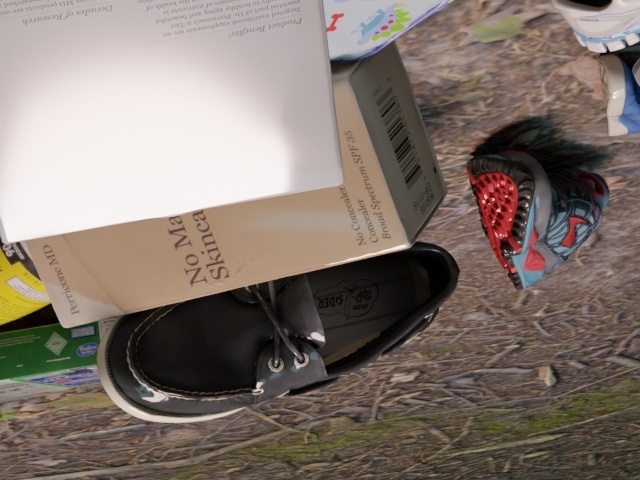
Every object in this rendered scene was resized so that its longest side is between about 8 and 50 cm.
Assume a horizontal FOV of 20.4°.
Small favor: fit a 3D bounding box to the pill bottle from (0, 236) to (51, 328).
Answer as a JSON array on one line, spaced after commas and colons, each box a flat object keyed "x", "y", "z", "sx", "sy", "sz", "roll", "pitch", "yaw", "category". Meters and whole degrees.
[{"x": -0.287, "y": 0.015, "z": 1.565, "sx": 0.208, "sy": 0.119, "sz": 0.119, "roll": -26, "pitch": 155, "yaw": 34, "category": "pill bottle"}]

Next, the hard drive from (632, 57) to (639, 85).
[{"x": 0.369, "y": -0.179, "z": 1.323, "sx": 0.203, "sy": 0.040, "sz": 0.307, "roll": -32, "pitch": 174, "yaw": 29, "category": "hard drive"}]

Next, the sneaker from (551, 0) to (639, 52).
[{"x": 0.262, "y": -0.203, "z": 1.356, "sx": 0.191, "sy": 0.071, "sz": 0.083, "roll": -23, "pitch": 151, "yaw": 29, "category": "sneaker"}]

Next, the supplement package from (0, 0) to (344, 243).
[{"x": -0.108, "y": -0.168, "z": 0.959, "sx": 0.199, "sy": 0.198, "sz": 0.262, "roll": -10, "pitch": 140, "yaw": -2, "category": "supplement package"}]

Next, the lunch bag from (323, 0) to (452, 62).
[{"x": 0.029, "y": -0.204, "z": 1.193, "sx": 0.176, "sy": 0.090, "sz": 0.219, "roll": 9, "pitch": 151, "yaw": -42, "category": "lunch bag"}]

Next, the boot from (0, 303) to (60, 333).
[{"x": -0.231, "y": 0.045, "z": 1.728, "sx": 0.295, "sy": 0.104, "sz": 0.211, "roll": -17, "pitch": 165, "yaw": 30, "category": "boot"}]

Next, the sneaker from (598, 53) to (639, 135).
[{"x": 0.291, "y": -0.131, "z": 1.565, "sx": 0.085, "sy": 0.058, "sz": 0.152, "roll": -9, "pitch": 165, "yaw": 9, "category": "sneaker"}]

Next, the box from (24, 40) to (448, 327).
[{"x": -0.076, "y": -0.044, "z": 1.392, "sx": 0.311, "sy": 0.148, "sz": 0.121, "roll": -15, "pitch": -163, "yaw": 24, "category": "box"}]

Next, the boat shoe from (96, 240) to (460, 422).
[{"x": -0.020, "y": 0.064, "z": 1.473, "sx": 0.340, "sy": 0.127, "sz": 0.113, "roll": -7, "pitch": 166, "yaw": -36, "category": "boat shoe"}]

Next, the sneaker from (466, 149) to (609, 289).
[{"x": 0.220, "y": -0.043, "z": 1.753, "sx": 0.125, "sy": 0.104, "sz": 0.262, "roll": -29, "pitch": 163, "yaw": -1, "category": "sneaker"}]

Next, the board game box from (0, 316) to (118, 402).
[{"x": -0.283, "y": 0.118, "z": 1.659, "sx": 0.317, "sy": 0.046, "sz": 0.213, "roll": -10, "pitch": 172, "yaw": 9, "category": "board game box"}]
